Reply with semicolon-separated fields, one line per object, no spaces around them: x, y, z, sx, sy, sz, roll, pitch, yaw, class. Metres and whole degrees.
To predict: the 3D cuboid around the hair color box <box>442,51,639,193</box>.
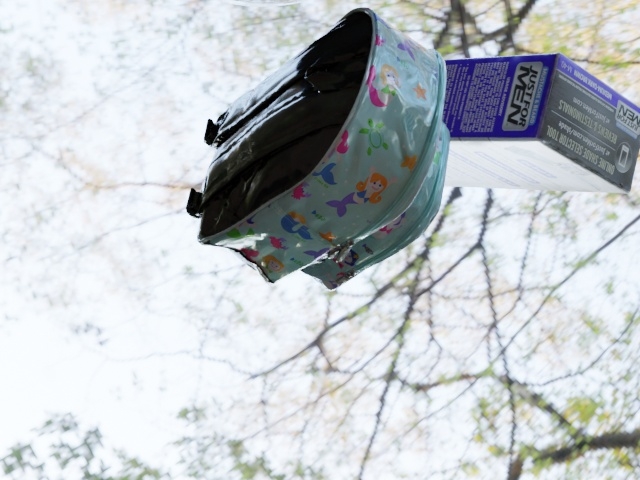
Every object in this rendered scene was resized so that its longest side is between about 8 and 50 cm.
0.185;-0.135;1.527;0.339;0.185;0.110;7;-102;47;hair color box

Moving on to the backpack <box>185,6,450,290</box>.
0.015;-0.086;1.231;0.191;0.225;0.253;28;-40;-20;backpack

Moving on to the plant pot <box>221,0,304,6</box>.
-0.015;-0.352;1.222;0.191;0.284;0.284;27;-62;54;plant pot
